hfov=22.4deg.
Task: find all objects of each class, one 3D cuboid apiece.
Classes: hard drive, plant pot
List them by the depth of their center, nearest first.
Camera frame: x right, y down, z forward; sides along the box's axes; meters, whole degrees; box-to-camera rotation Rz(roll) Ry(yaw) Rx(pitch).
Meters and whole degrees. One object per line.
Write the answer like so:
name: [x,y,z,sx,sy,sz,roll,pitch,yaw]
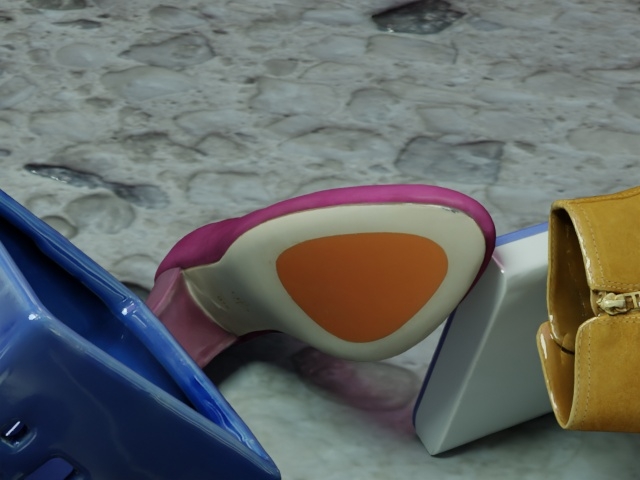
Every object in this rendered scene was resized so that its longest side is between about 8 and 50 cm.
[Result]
plant pot: [-0.202,0.113,0.975,0.212,0.236,0.236,-47,42,0]
hard drive: [0.229,0.037,1.145,0.318,0.210,0.040,-16,56,-24]

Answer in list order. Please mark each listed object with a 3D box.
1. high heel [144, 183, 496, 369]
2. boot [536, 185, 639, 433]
high heel: [0.000,0.000,1.136,0.377,0.127,0.181,-17,24,44]
boot: [0.247,0.105,1.007,0.211,0.295,0.104,-10,-5,-17]
